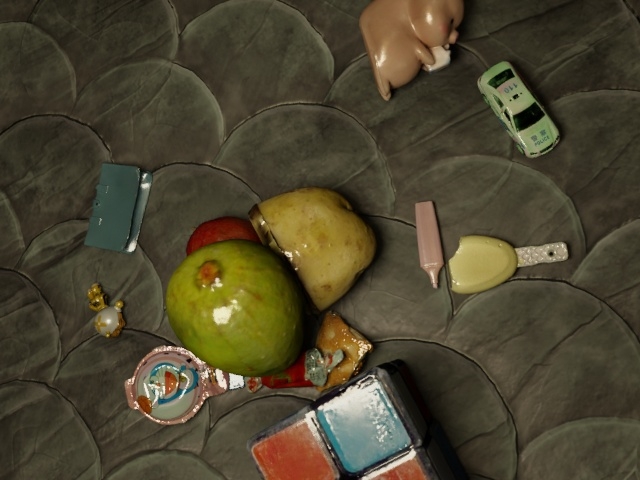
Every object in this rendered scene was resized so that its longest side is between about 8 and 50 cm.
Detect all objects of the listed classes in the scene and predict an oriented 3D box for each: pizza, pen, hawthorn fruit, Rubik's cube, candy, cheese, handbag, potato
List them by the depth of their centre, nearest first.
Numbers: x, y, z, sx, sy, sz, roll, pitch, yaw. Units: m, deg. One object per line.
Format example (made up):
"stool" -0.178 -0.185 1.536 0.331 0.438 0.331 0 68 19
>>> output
"Rubik's cube" 0.086 0.449 1.281 0.318 0.316 0.313 -30 77 8
"cheese" 0.401 0.039 1.383 0.255 0.050 0.127 -10 80 11
"potato" 0.000 0.000 1.411 0.242 0.242 0.286 -35 68 8
"pizza" 0.052 0.244 1.428 0.161 0.062 0.182 -15 70 38
"candy" -0.063 0.292 1.432 0.292 0.059 0.086 -16 66 34
"pen" 0.246 0.011 1.434 0.053 0.032 0.197 -7 80 12
"hawthorn fruit" -0.217 0.026 1.474 0.189 0.189 0.251 -49 62 5
"cheese" -0.321 0.334 1.517 0.285 0.074 0.189 -12 83 -1
"handbag" -0.518 -0.083 1.624 0.144 0.057 0.221 9 87 22

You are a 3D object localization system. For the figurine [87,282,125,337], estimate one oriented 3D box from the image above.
"figurine" -0.537 0.173 1.591 0.101 0.068 0.143 -16 79 29

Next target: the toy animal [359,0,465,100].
"toy animal" 0.207 -0.466 1.414 0.256 0.195 0.213 -27 86 7

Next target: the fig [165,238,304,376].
"fig" -0.148 0.149 1.288 0.258 0.326 0.258 -19 45 20

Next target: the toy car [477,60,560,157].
"toy car" 0.435 -0.288 1.396 0.090 0.076 0.224 -32 77 7
